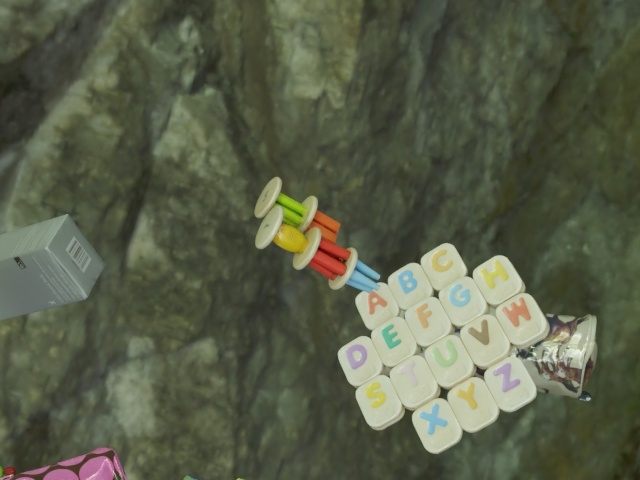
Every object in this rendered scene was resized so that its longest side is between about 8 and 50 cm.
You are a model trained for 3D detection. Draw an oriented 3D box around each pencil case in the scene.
[{"bbox_3d":[0.302,0.197,1.813,0.183,0.410,0.160,62,-144,-61],"label":"pencil case"},{"bbox_3d":[-0.386,0.367,1.418,0.098,0.209,0.095,66,153,25],"label":"pencil case"}]

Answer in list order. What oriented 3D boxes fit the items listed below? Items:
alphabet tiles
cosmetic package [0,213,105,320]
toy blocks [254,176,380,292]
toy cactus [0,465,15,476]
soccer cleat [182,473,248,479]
[{"bbox_3d":[0.166,0.141,1.355,0.021,0.284,0.278,46,-165,-52],"label":"alphabet tiles"},{"bbox_3d":[-0.514,0.052,1.707,0.127,0.237,0.107,57,-152,-30],"label":"cosmetic package"},{"bbox_3d":[0.000,0.000,1.114,0.054,0.148,0.123,-52,21,23],"label":"toy blocks"},{"bbox_3d":[-0.781,0.453,2.117,0.112,0.219,0.180,-57,-23,21],"label":"toy cactus"},{"bbox_3d":[-0.092,0.430,1.579,0.121,0.289,0.094,-106,32,-55],"label":"soccer cleat"}]
